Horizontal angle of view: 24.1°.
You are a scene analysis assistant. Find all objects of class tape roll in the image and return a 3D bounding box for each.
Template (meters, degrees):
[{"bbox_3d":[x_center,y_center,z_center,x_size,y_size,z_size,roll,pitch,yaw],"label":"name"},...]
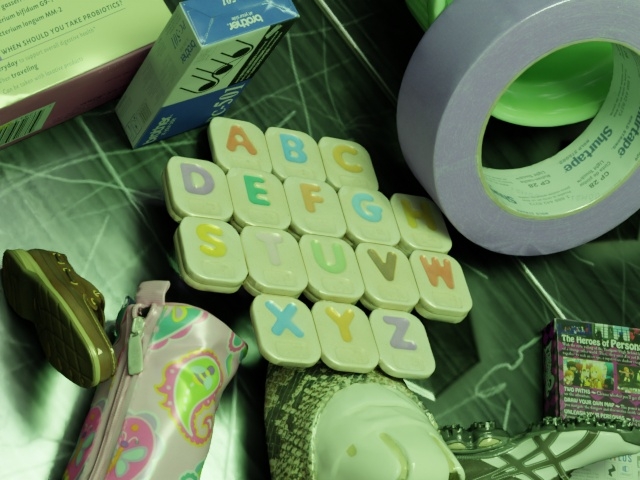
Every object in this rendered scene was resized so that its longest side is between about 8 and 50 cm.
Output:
[{"bbox_3d":[0.213,-0.122,1.393,0.275,0.275,0.090,-1,33,-24],"label":"tape roll"}]

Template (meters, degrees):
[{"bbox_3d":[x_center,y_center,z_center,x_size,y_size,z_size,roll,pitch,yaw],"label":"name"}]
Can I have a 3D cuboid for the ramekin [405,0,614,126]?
[{"bbox_3d":[0.219,-0.276,1.442,0.303,0.303,0.148,-1,34,-24],"label":"ramekin"}]

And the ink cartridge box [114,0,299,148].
[{"bbox_3d":[-0.103,-0.151,1.302,0.097,0.207,0.046,-22,80,-28],"label":"ink cartridge box"}]

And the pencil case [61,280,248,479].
[{"bbox_3d":[-0.151,0.180,1.202,0.124,0.124,0.284,24,65,-14],"label":"pencil case"}]

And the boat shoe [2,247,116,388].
[{"bbox_3d":[-0.203,0.055,1.219,0.060,0.064,0.178,-11,33,-29],"label":"boat shoe"}]

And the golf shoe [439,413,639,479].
[{"bbox_3d":[0.199,0.205,1.350,0.198,0.077,0.094,-7,83,12],"label":"golf shoe"}]

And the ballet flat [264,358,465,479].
[{"bbox_3d":[0.055,0.273,1.223,0.164,0.182,0.483,5,68,-24],"label":"ballet flat"}]

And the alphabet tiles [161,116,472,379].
[{"bbox_3d":[0.000,0.000,1.334,0.284,0.021,0.278,8,46,-27],"label":"alphabet tiles"}]

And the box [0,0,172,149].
[{"bbox_3d":[-0.283,-0.219,1.303,0.213,0.117,0.243,-29,85,-29],"label":"box"}]

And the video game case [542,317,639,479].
[{"bbox_3d":[0.327,0.190,1.434,0.232,0.042,0.210,7,66,-12],"label":"video game case"}]
